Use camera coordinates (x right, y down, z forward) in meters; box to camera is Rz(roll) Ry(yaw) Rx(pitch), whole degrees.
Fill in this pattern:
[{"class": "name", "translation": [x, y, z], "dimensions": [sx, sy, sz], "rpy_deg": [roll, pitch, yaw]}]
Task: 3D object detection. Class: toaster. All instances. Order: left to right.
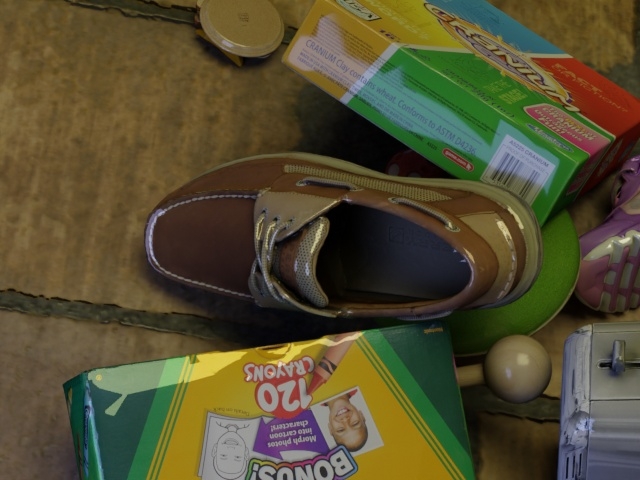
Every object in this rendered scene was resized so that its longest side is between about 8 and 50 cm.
[{"class": "toaster", "translation": [0.252, 0.152, 1.495], "dimensions": [0.146, 0.227, 0.129], "rpy_deg": [3, 50, 8]}]

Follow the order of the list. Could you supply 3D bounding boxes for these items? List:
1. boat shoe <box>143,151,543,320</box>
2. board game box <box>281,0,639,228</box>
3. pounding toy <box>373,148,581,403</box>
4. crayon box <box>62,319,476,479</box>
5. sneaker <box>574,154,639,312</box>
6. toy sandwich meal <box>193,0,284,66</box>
[{"class": "boat shoe", "translation": [0.000, 0.000, 1.499], "dimensions": [0.324, 0.123, 0.116], "rpy_deg": [0, 11, 28]}, {"class": "board game box", "translation": [0.132, -0.126, 1.648], "dimensions": [0.242, 0.064, 0.316], "rpy_deg": [34, 20, 10]}, {"class": "pounding toy", "translation": [0.105, 0.009, 1.568], "dimensions": [0.183, 0.110, 0.237], "rpy_deg": [0, 50, 16]}, {"class": "crayon box", "translation": [-0.033, 0.159, 1.434], "dimensions": [0.278, 0.081, 0.165], "rpy_deg": [-7, 82, -21]}, {"class": "sneaker", "translation": [0.279, -0.021, 1.700], "dimensions": [0.236, 0.095, 0.104], "rpy_deg": [-24, 57, -35]}, {"class": "toy sandwich meal", "translation": [-0.074, -0.189, 1.759], "dimensions": [0.086, 0.029, 0.085], "rpy_deg": [10, 54, -14]}]
